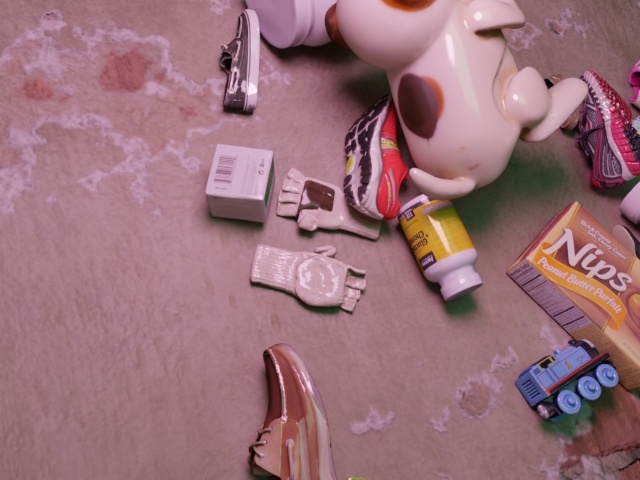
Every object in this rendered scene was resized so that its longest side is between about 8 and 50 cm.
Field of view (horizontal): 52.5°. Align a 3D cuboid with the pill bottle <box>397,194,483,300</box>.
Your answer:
[{"bbox_3d":[0.219,0.011,1.170,0.103,0.103,0.184,-17,72,-21],"label":"pill bottle"}]

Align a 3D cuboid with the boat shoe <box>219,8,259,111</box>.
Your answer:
[{"bbox_3d":[-0.156,-0.351,1.240,0.070,0.078,0.220,4,68,-15],"label":"boat shoe"}]

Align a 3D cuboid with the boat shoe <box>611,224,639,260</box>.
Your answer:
[{"bbox_3d":[0.633,0.028,1.309,0.042,0.049,0.133,-18,75,-26],"label":"boat shoe"}]

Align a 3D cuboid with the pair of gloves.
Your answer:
[{"bbox_3d":[0.000,0.000,1.151,0.204,0.042,0.240,21,64,-6],"label":"pair of gloves"}]

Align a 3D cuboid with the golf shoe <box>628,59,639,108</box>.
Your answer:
[{"bbox_3d":[0.798,-0.409,1.510,0.140,0.115,0.306,20,62,-2],"label":"golf shoe"}]

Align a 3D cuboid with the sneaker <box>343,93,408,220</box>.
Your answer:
[{"bbox_3d":[0.114,-0.152,1.225,0.118,0.107,0.279,30,53,-27],"label":"sneaker"}]

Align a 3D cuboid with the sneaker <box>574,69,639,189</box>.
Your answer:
[{"bbox_3d":[0.596,-0.246,1.388,0.120,0.112,0.299,26,47,-30],"label":"sneaker"}]

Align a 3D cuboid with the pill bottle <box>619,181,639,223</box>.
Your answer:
[{"bbox_3d":[0.745,-0.004,1.268,0.169,0.169,0.302,-27,60,-24],"label":"pill bottle"}]

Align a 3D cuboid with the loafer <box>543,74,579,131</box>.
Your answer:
[{"bbox_3d":[0.519,-0.300,1.418,0.050,0.056,0.148,1,57,-14],"label":"loafer"}]

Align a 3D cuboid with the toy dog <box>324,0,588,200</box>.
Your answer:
[{"bbox_3d":[0.190,-0.306,1.140,0.395,0.284,0.408,-47,109,-19],"label":"toy dog"}]

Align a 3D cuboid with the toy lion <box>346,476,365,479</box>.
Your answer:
[{"bbox_3d":[0.072,0.410,1.000,0.100,0.034,0.096,-14,64,-21],"label":"toy lion"}]

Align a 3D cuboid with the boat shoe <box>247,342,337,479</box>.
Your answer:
[{"bbox_3d":[-0.048,0.313,0.960,0.116,0.123,0.325,-9,68,-17],"label":"boat shoe"}]

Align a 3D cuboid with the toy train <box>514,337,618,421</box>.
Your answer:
[{"bbox_3d":[0.440,0.242,1.147,0.184,0.080,0.105,-24,70,-23],"label":"toy train"}]

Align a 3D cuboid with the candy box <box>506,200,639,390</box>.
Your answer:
[{"bbox_3d":[0.531,0.101,1.225,0.316,0.087,0.183,45,64,7],"label":"candy box"}]

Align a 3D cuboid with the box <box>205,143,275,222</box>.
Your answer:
[{"bbox_3d":[-0.136,-0.097,1.120,0.101,0.087,0.101,8,65,2],"label":"box"}]

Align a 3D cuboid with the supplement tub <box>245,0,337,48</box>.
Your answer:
[{"bbox_3d":[0.032,-0.524,1.277,0.324,0.235,0.236,-27,77,-24],"label":"supplement tub"}]

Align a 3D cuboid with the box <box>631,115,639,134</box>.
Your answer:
[{"bbox_3d":[0.721,-0.232,1.417,0.137,0.027,0.094,-33,73,7],"label":"box"}]
